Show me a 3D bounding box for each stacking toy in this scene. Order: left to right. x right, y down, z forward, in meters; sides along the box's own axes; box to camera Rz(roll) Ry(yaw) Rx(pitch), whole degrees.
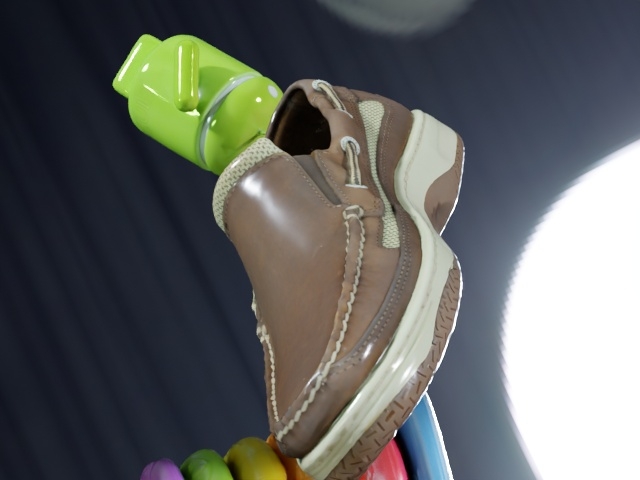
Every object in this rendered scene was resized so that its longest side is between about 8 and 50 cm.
[{"bbox_3d":[-0.066,0.195,1.291,0.302,0.166,0.175,-6,-27,-16],"label":"stacking toy"}]

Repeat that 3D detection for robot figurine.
[{"bbox_3d":[-0.068,-0.080,1.183,0.067,0.115,0.101,-57,-27,-3],"label":"robot figurine"}]

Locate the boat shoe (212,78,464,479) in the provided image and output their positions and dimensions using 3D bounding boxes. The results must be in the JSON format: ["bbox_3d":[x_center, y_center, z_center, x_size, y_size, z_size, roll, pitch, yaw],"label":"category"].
[{"bbox_3d":[-0.004,0.006,0.795,0.095,0.095,0.257,-55,9,21],"label":"boat shoe"}]
